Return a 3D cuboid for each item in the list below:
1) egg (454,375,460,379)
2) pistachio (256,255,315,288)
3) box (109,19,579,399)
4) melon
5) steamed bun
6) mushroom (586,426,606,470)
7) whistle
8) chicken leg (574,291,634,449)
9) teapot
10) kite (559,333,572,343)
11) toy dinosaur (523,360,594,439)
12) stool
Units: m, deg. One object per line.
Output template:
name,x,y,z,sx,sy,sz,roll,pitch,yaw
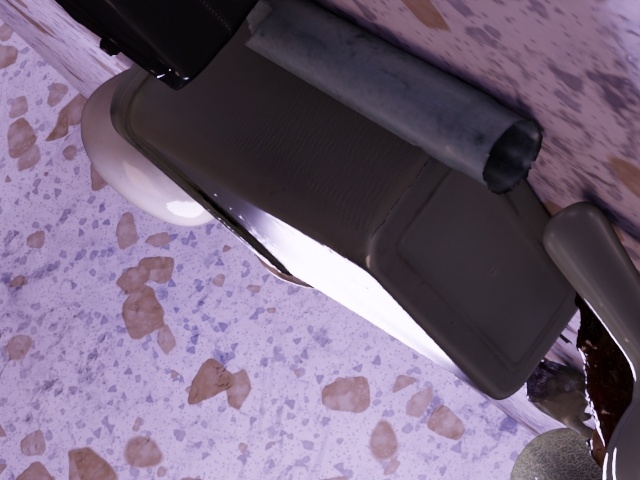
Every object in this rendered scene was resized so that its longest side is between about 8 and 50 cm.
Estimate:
egg,0.223,0.143,1.836,0.140,0.116,0.118,51,-164,-13
pistachio,0.000,0.000,2.048,0.238,0.153,0.138,13,-172,-6
box,0.036,-0.041,1.203,0.344,0.177,0.352,31,171,39
melon,0.457,0.452,2.235,0.248,0.248,0.329,40,178,-17
steamed bun,-0.298,-0.159,2.356,0.324,0.206,0.324,37,175,4
mushroom,0.470,0.316,1.756,0.210,0.094,0.072,37,-152,-16
whistle,0.037,-0.129,0.998,0.312,0.062,0.062,35,174,37
chicken leg,0.276,0.132,1.132,0.105,0.233,0.063,9,151,-36
teapot,0.264,0.135,0.941,0.318,0.220,0.149,34,-175,39
kite,0.233,0.065,1.638,0.229,0.012,0.250,40,177,26
toy dinosaur,0.352,0.226,1.866,0.162,0.077,0.294,31,176,8
stool,-0.145,-0.226,0.964,0.232,0.141,0.232,39,175,4
